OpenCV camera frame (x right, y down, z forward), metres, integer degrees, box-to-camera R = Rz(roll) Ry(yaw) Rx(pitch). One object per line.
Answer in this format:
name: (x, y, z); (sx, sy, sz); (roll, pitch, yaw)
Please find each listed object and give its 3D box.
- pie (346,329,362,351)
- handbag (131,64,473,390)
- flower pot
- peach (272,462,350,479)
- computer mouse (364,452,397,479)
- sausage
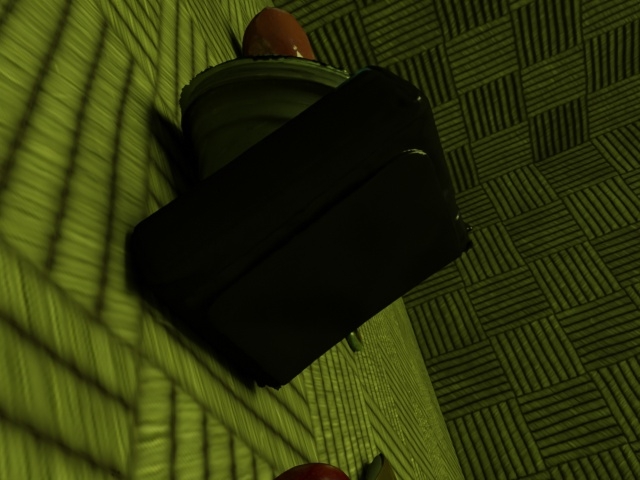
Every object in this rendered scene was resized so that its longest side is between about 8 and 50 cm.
pie: (0.061, 0.173, 1.132); (0.084, 0.021, 0.084); (-22, 90, -82)
handbag: (0.000, 0.000, 0.489); (0.080, 0.247, 0.223); (52, -4, 40)
flower pot: (-0.037, -0.063, 0.596); (0.235, 0.235, 0.141); (51, 41, -62)
peach: (-0.003, 0.211, 0.416); (0.101, 0.100, 0.101); (-22, 90, -81)
computer mouse: (0.087, 0.351, 0.781); (0.199, 0.044, 0.102); (21, 50, -78)
sausage: (-0.076, -0.345, 1.202); (0.254, 0.148, 0.148); (62, 9, -6)
